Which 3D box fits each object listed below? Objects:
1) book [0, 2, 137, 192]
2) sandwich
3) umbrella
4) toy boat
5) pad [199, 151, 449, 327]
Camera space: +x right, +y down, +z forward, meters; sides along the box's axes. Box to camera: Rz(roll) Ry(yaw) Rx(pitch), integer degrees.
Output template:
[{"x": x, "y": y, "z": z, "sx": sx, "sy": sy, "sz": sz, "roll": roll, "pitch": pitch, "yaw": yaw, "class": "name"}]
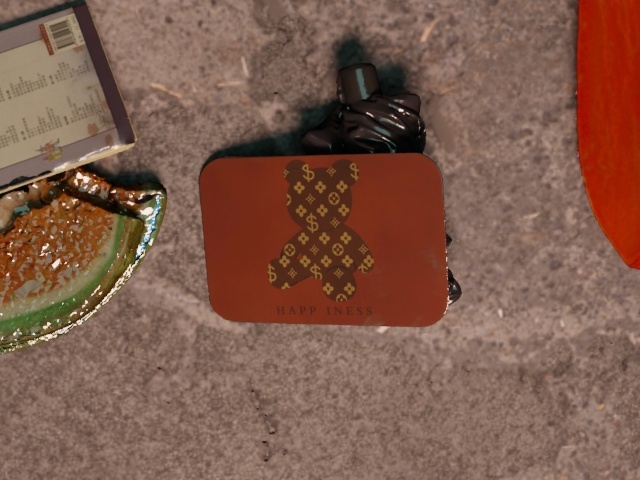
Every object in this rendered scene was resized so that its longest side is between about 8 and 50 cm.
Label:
[{"x": -0.317, "y": -0.129, "z": 1.229, "sx": 0.231, "sy": 0.026, "sz": 0.157, "roll": -20, "pitch": 81, "yaw": -6, "class": "book"}, {"x": -0.259, "y": 0.009, "z": 1.247, "sx": 0.235, "sy": 0.079, "sz": 0.159, "roll": -26, "pitch": 100, "yaw": -5, "class": "sandwich"}, {"x": 0.064, "y": -0.050, "z": 1.280, "sx": 0.122, "sy": 0.110, "sz": 0.272, "roll": -10, "pitch": 100, "yaw": 27, "class": "umbrella"}, {"x": 0.362, "y": -0.123, "z": 1.306, "sx": 0.133, "sy": 0.145, "sz": 0.331, "roll": -11, "pitch": 101, "yaw": -36, "class": "toy boat"}, {"x": 0.000, "y": 0.000, "z": 1.259, "sx": 0.267, "sy": 0.004, "sz": 0.181, "roll": -1, "pitch": 100, "yaw": 21, "class": "pad"}]
